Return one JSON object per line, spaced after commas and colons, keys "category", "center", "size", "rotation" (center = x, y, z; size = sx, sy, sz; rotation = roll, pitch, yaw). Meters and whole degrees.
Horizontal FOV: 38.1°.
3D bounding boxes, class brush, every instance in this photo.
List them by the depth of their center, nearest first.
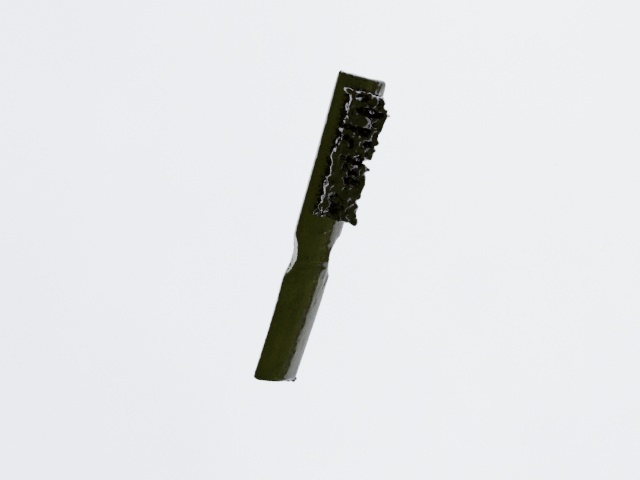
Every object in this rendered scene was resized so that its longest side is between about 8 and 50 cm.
{"category": "brush", "center": [0.000, 0.000, 0.686], "size": [0.043, 0.036, 0.248], "rotation": [10, -72, -25]}
